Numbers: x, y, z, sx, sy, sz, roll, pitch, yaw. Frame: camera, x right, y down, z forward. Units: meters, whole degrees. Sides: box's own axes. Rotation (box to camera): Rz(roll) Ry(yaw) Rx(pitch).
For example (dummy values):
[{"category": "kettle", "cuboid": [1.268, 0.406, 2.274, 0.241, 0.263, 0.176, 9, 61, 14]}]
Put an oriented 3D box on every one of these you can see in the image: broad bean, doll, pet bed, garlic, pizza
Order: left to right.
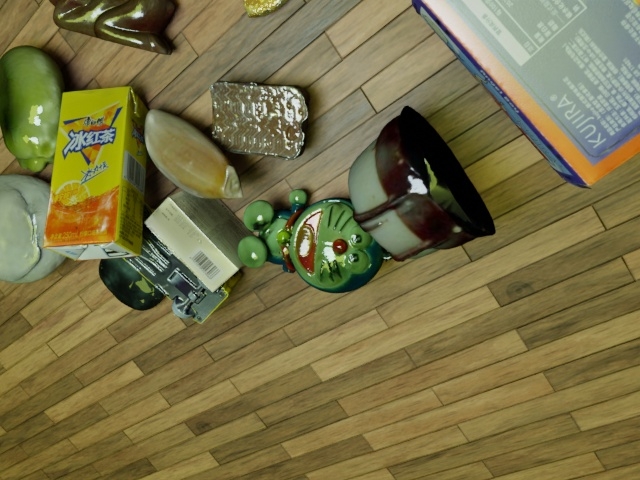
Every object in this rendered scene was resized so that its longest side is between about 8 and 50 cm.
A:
[{"category": "broad bean", "cuboid": [-0.646, -0.297, 1.012, 0.238, 0.119, 0.290, -36, 71, 37]}, {"category": "pet bed", "cuboid": [-0.490, 0.097, 1.201, 0.202, 0.053, 0.201, 6, 113, 15]}, {"category": "garlic", "cuboid": [-0.280, -0.171, 0.963, 0.318, 0.112, 0.143, 32, 134, 24]}, {"category": "pizza", "cuboid": [-0.105, -0.494, 0.867, 0.123, 0.026, 0.108, -18, 103, 24]}, {"category": "doll", "cuboid": [0.000, 0.001, 0.954, 0.322, 0.186, 0.198, 15, 94, 24]}]

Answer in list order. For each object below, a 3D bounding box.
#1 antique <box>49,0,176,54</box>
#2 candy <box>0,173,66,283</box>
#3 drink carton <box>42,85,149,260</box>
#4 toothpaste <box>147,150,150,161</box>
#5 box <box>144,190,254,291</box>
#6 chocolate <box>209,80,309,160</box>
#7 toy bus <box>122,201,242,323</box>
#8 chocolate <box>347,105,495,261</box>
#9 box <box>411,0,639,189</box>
[{"category": "antique", "cuboid": [-0.422, -0.475, 0.914, 0.257, 0.121, 0.143, 15, 112, 8]}, {"category": "candy", "cuboid": [-0.767, -0.028, 1.158, 0.296, 0.185, 0.295, 1, 97, 7]}, {"category": "drink carton", "cuboid": [-0.459, -0.142, 0.946, 0.155, 0.111, 0.350, -5, 73, 3]}, {"category": "toothpaste", "cuboid": [-0.544, -0.234, 1.089, 0.297, 0.048, 0.074, 5, 103, 11]}, {"category": "box", "cuboid": [-0.255, -0.015, 1.024, 0.095, 0.168, 0.212, -40, 96, 23]}, {"category": "chocolate", "cuboid": [-0.117, -0.251, 0.931, 0.214, 0.093, 0.148, 11, 115, 13]}, {"category": "toy bus", "cuboid": [-0.354, 0.033, 1.082, 0.330, 0.152, 0.144, 43, 117, -5]}, {"category": "chocolate", "cuboid": [0.164, -0.079, 0.826, 0.186, 0.283, 0.283, -36, 98, 25]}, {"category": "box", "cuboid": [0.343, -0.306, 0.653, 0.348, 0.318, 0.257, 45, 115, -6]}]
